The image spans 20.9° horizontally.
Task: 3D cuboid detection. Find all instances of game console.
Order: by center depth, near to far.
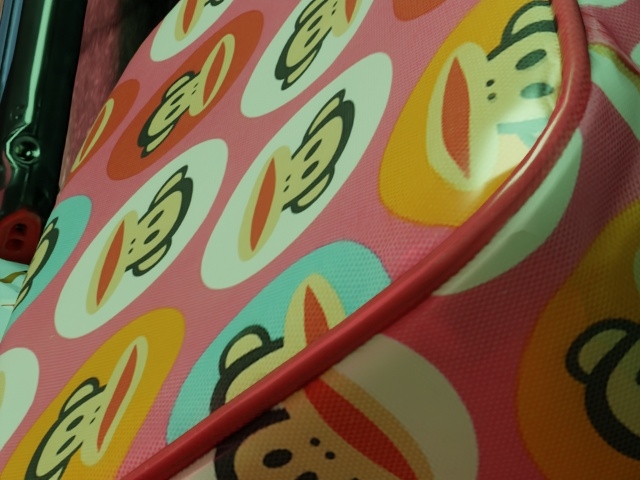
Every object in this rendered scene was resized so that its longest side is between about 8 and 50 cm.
[{"bbox_3d":[-0.168,-0.121,1.018,0.342,0.060,0.386,119,158,-65],"label":"game console"}]

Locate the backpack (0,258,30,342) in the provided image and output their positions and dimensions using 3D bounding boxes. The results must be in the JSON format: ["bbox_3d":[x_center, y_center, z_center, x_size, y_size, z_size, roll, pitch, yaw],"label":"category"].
[{"bbox_3d":[-0.192,0.124,0.764,0.263,0.213,0.276,-64,25,10],"label":"backpack"}]

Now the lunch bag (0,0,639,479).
[{"bbox_3d":[0.000,0.000,0.473,0.258,0.120,0.293,-36,24,29],"label":"lunch bag"}]
